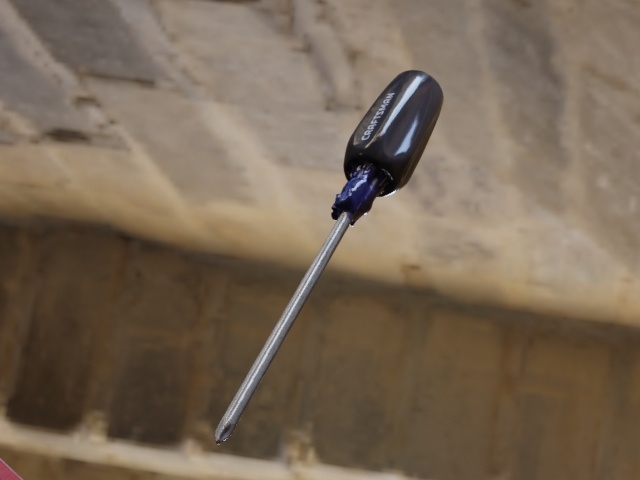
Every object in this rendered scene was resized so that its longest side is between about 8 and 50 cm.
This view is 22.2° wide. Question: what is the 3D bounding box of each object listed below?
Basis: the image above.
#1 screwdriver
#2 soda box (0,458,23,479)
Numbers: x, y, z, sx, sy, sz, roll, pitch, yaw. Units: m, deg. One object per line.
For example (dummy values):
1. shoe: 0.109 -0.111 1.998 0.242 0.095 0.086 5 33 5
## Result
1. screwdriver: 0.000 0.000 0.499 0.170 0.025 0.024 -54 158 -42
2. soda box: -0.146 0.143 0.293 0.083 0.092 0.263 -20 -152 49
